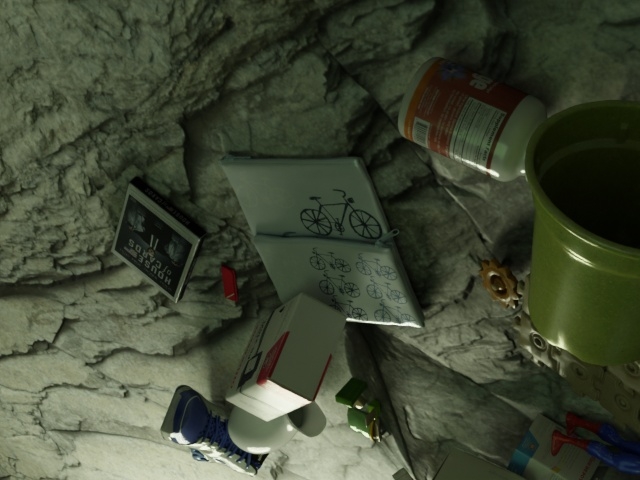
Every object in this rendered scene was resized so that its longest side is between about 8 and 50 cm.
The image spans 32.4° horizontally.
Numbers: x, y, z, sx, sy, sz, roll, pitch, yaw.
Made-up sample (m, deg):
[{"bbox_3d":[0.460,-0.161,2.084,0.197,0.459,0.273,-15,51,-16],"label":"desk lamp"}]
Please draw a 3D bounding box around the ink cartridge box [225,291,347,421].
[{"bbox_3d":[-0.065,0.213,1.974,0.100,0.172,0.237,29,154,-12],"label":"ink cartridge box"}]

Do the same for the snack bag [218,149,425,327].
[{"bbox_3d":[0.000,0.000,1.874,0.323,0.037,0.342,4,127,40],"label":"snack bag"}]

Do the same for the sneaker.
[{"bbox_3d":[-0.202,0.408,2.335,0.182,0.127,0.315,12,159,19],"label":"sneaker"}]

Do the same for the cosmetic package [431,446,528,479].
[{"bbox_3d":[0.310,0.495,1.908,0.160,0.113,0.309,20,155,37],"label":"cosmetic package"}]

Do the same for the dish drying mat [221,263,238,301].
[{"bbox_3d":[-0.175,0.083,2.126,0.032,0.008,0.083,22,137,26],"label":"dish drying mat"}]

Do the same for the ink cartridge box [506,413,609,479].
[{"bbox_3d":[0.394,0.375,1.826,0.143,0.092,0.090,31,140,17],"label":"ink cartridge box"}]

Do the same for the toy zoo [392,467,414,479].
[{"bbox_3d":[0.222,0.540,2.051,0.293,0.030,0.192,54,179,42],"label":"toy zoo"}]

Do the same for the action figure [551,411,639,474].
[{"bbox_3d":[0.509,0.374,1.728,0.280,0.091,0.139,12,126,35],"label":"action figure"}]

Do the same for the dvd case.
[{"bbox_3d":[-0.321,0.003,2.163,0.179,0.029,0.238,38,141,8],"label":"dvd case"}]

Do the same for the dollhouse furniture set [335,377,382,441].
[{"bbox_3d":[0.070,0.337,2.103,0.076,0.058,0.151,18,135,29],"label":"dollhouse furniture set"}]

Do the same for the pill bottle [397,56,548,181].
[{"bbox_3d":[0.222,-0.153,1.470,0.216,0.121,0.121,27,139,20],"label":"pill bottle"}]

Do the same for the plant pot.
[{"bbox_3d":[0.369,0.011,1.365,0.276,0.276,0.254,26,138,21],"label":"plant pot"}]

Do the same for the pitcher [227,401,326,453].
[{"bbox_3d":[-0.103,0.333,2.219,0.207,0.125,0.177,-28,79,44],"label":"pitcher"}]

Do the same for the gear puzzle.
[{"bbox_3d":[0.362,0.133,1.623,0.339,0.044,0.175,38,148,35],"label":"gear puzzle"}]
